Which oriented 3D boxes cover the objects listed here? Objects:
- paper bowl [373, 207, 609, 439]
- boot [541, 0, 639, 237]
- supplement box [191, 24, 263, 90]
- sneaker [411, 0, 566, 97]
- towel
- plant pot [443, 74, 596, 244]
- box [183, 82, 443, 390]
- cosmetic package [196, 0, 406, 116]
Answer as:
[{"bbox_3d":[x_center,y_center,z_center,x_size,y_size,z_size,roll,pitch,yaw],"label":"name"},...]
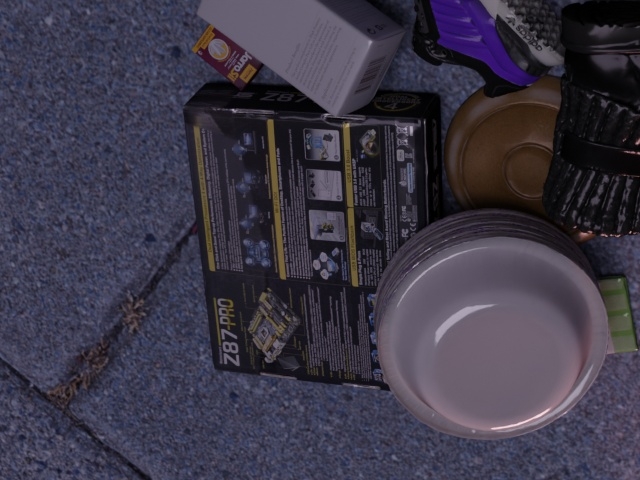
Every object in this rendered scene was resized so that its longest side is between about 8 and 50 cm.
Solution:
[{"bbox_3d":[0.208,0.115,1.840,0.284,0.148,0.284,0,117,0],"label":"paper bowl"},{"bbox_3d":[0.425,-0.131,1.697,0.347,0.131,0.260,5,114,15],"label":"boot"},{"bbox_3d":[-0.111,-0.239,1.906,0.083,0.043,0.055,39,121,-2],"label":"supplement box"},{"bbox_3d":[0.145,-0.278,1.752,0.293,0.102,0.146,47,125,-9],"label":"sneaker"},{"bbox_3d":[0.323,0.097,1.934,0.152,0.023,0.113,-6,116,21],"label":"towel"},{"bbox_3d":[0.261,-0.088,1.852,0.236,0.032,0.236,9,118,17],"label":"plant pot"},{"bbox_3d":[0.000,0.000,1.958,0.318,0.097,0.395,3,117,16],"label":"box"},{"bbox_3d":[-0.025,-0.262,1.810,0.231,0.085,0.117,40,125,17],"label":"cosmetic package"}]
